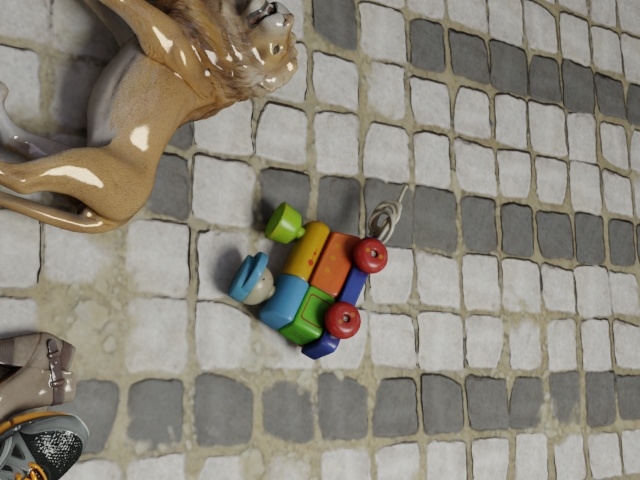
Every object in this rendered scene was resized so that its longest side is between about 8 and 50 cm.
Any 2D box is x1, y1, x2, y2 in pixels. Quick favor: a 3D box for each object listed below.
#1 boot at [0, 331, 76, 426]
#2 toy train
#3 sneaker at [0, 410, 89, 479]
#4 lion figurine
[{"bbox_3d":[-0.276,0.145,0.865,0.087,0.042,0.118,17,79,-42],"label":"boot"},{"bbox_3d":[0.000,0.000,1.069,0.143,0.105,0.248,31,63,-14],"label":"toy train"},{"bbox_3d":[-0.289,0.232,0.797,0.215,0.083,0.084,-36,131,-30],"label":"sneaker"},{"bbox_3d":[-0.192,-0.133,0.938,0.240,0.142,0.392,41,74,-33],"label":"lion figurine"}]
